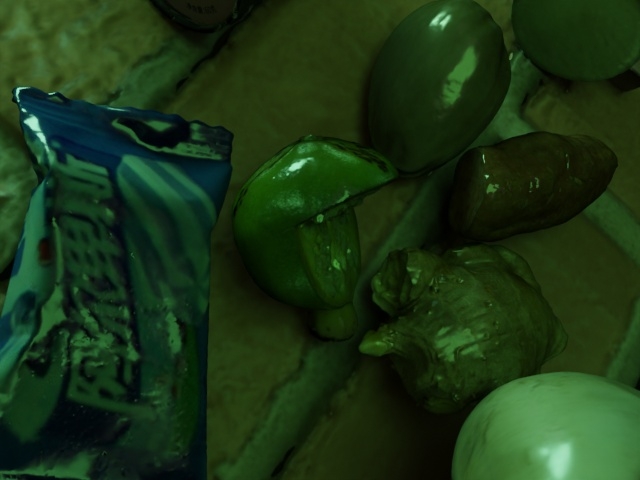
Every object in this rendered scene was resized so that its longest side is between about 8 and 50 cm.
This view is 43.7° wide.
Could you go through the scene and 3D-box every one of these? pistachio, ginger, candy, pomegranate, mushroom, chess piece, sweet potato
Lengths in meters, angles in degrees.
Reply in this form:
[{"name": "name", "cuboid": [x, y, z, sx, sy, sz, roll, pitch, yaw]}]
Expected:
[{"name": "pistachio", "cuboid": [0.108, -0.143, 0.741, 0.126, 0.108, 0.185, 18, 75, 8]}, {"name": "ginger", "cuboid": [0.122, 0.072, 0.683, 0.216, 0.102, 0.157, -7, 73, -35]}, {"name": "candy", "cuboid": [-0.159, 0.045, 0.592, 0.187, 0.077, 0.330, 12, 69, -22]}, {"name": "pomegranate", "cuboid": [-0.012, -0.006, 0.648, 0.123, 0.169, 0.143, 17, 31, 9]}, {"name": "mushroom", "cuboid": [0.168, 0.277, 0.547, 0.315, 0.315, 0.356, 34, 75, -11]}, {"name": "chess piece", "cuboid": [0.320, -0.302, 0.858, 0.144, 0.144, 0.251, 41, 60, -8]}, {"name": "sweet potato", "cuboid": [0.209, -0.061, 0.763, 0.252, 0.097, 0.097, -19, 84, -39]}]

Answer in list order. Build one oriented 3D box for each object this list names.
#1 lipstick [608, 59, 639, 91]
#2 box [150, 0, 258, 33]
[{"name": "lipstick", "cuboid": [0.370, -0.238, 0.890, 0.045, 0.045, 0.145, 35, 79, -12]}, {"name": "box", "cuboid": [-0.076, -0.270, 0.677, 0.135, 0.151, 0.151, -40, 93, -36]}]
